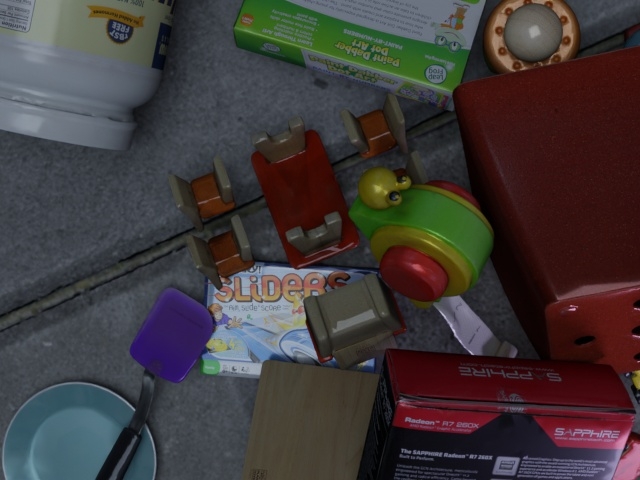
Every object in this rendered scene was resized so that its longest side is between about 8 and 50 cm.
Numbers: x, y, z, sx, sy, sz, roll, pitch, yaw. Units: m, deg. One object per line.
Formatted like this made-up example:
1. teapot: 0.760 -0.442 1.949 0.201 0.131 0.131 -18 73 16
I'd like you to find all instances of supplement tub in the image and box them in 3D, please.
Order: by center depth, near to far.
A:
1. supplement tub: -0.269 -0.274 1.354 0.235 0.235 0.324 13 96 5

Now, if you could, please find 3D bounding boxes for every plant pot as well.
1. plant pot: 0.293 -0.011 1.255 0.267 0.267 0.235 -11 58 7

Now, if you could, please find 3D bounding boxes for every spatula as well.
1. spatula: -0.210 0.200 1.461 0.084 0.030 0.296 28 99 22

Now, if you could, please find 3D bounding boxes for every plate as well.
1. plate: -0.284 0.258 1.503 0.188 0.024 0.188 0 94 5

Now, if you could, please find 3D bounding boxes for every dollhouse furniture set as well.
1. dollhouse furniture set: 0.000 0.000 1.390 0.262 0.135 0.259 -21 70 2

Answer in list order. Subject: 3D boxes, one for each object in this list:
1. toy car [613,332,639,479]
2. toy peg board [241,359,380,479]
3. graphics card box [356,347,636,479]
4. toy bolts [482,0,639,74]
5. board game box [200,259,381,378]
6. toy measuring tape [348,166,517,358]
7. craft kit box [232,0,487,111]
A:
1. toy car: 0.404 0.189 1.392 0.225 0.053 0.239 3 123 -9
2. toy peg board: 0.004 0.229 1.399 0.161 0.079 0.161 7 53 3
3. graphics card box: 0.148 0.281 1.272 0.233 0.094 0.371 4 121 -9
4. toy bolts: 0.289 -0.159 1.340 0.228 0.158 0.218 -3 94 7
5. board game box: -0.034 0.092 1.457 0.201 0.035 0.136 3 95 6
6. toy measuring tape: 0.144 0.039 1.277 0.121 0.121 0.330 -36 125 8
7. craft kit box: 0.062 -0.290 1.368 0.250 0.061 0.246 18 73 5
